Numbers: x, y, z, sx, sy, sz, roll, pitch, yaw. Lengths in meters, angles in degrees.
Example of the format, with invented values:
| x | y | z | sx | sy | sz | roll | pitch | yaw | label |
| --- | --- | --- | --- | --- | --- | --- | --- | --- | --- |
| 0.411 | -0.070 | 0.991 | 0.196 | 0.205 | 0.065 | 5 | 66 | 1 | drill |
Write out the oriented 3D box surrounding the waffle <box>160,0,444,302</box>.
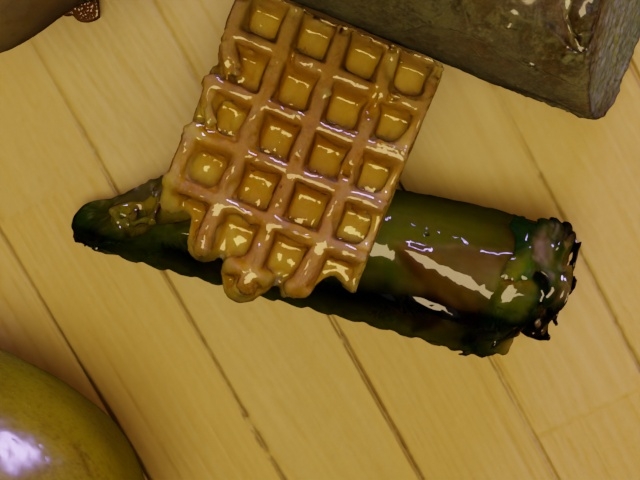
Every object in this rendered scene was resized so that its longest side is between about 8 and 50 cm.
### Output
| x | y | z | sx | sy | sz | roll | pitch | yaw | label |
| --- | --- | --- | --- | --- | --- | --- | --- | --- | --- |
| -0.024 | -0.055 | 1.285 | 0.160 | 0.055 | 0.211 | 23 | 82 | 1 | waffle |

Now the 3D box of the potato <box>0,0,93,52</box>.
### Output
| x | y | z | sx | sy | sz | roll | pitch | yaw | label |
| --- | --- | --- | --- | --- | --- | --- | --- | --- | --- |
| -0.180 | -0.280 | 1.235 | 0.326 | 0.243 | 0.221 | -38 | 86 | 12 | potato |

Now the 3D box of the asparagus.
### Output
| x | y | z | sx | sy | sz | roll | pitch | yaw | label |
| --- | --- | --- | --- | --- | --- | --- | --- | --- | --- |
| 0.000 | 0.000 | 1.368 | 0.382 | 0.128 | 0.108 | 14 | 65 | 0 | asparagus |

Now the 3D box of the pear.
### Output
| x | y | z | sx | sy | sz | roll | pitch | yaw | label |
| --- | --- | --- | --- | --- | --- | --- | --- | --- | --- |
| -0.276 | 0.199 | 1.373 | 0.307 | 0.253 | 0.253 | 39 | 104 | 4 | pear |

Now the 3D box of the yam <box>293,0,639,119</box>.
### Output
| x | y | z | sx | sy | sz | roll | pitch | yaw | label |
| --- | --- | --- | --- | --- | --- | --- | --- | --- | --- |
| 0.099 | -0.207 | 1.286 | 0.304 | 0.168 | 0.168 | 21 | 105 | -1 | yam |

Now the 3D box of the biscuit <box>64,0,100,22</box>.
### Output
| x | y | z | sx | sy | sz | roll | pitch | yaw | label |
| --- | --- | --- | --- | --- | --- | --- | --- | --- | --- |
| -0.193 | -0.211 | 1.372 | 0.082 | 0.016 | 0.092 | 29 | 104 | 1 | biscuit |
